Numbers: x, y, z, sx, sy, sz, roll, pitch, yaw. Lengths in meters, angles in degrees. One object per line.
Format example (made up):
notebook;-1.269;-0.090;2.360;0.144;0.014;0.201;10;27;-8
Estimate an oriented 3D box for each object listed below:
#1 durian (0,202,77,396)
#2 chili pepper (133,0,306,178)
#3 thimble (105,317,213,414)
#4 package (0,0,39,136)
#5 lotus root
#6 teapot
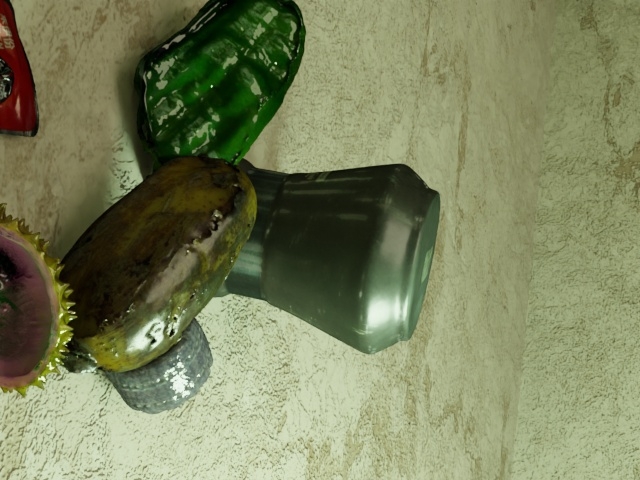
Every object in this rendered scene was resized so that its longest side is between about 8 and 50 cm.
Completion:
durian;-0.377;0.054;1.560;0.154;0.186;0.261;-41;134;-51
chili pepper;-0.174;-0.231;1.995;0.385;0.213;0.167;-58;-178;-24
thimble;-0.233;0.166;1.823;0.150;0.150;0.098;-69;146;-42
package;-0.441;-0.230;1.585;0.269;0.071;0.194;-3;90;-76
lotus root;-0.232;0.030;1.755;0.397;0.196;0.179;-52;125;-28
teapot;0.000;0.000;2.083;0.376;0.361;0.306;-31;133;-75
